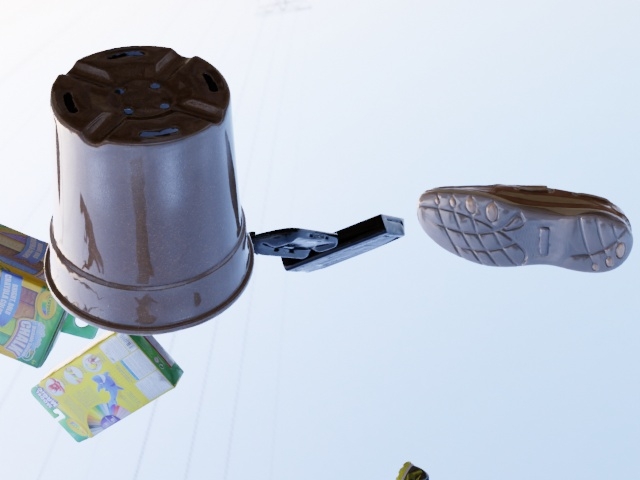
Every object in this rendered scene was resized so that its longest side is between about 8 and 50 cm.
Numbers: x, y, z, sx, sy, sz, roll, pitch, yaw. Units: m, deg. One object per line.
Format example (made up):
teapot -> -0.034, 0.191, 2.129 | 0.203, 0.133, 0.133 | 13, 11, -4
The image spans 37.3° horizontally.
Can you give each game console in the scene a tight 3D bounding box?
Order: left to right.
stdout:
game console -> 0.000, 0.000, 1.645 | 0.213, 0.043, 0.361 | -22, 168, 23

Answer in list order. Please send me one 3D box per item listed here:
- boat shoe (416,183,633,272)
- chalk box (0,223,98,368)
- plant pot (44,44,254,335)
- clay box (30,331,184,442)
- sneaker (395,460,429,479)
boat shoe -> 0.310, -0.029, 1.449 | 0.325, 0.123, 0.116 | 12, -149, 16
chalk box -> -0.416, 0.083, 1.351 | 0.213, 0.132, 0.132 | 24, -160, -9
plant pot -> -0.132, -0.045, 0.711 | 0.167, 0.165, 0.167 | 3, -138, -2
clay box -> -0.341, 0.223, 1.500 | 0.222, 0.127, 0.053 | -32, -165, 24
sneaker -> 0.096, 0.291, 1.068 | 0.035, 0.031, 0.083 | 16, -110, 26
